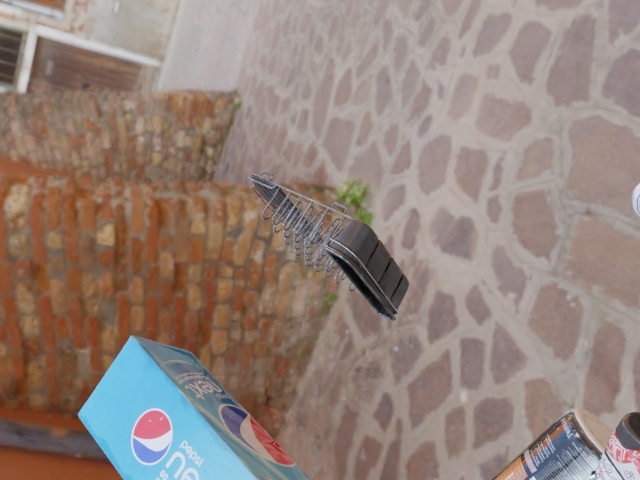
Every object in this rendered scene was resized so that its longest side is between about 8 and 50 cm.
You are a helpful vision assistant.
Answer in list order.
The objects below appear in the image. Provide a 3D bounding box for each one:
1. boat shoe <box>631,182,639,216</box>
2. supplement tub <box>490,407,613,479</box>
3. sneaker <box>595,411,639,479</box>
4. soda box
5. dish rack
[{"bbox_3d":[0.763,-0.111,1.421,0.335,0.121,0.119,-27,20,5],"label":"boat shoe"},{"bbox_3d":[0.458,0.498,1.493,0.316,0.193,0.193,-49,30,18],"label":"supplement tub"},{"bbox_3d":[0.509,0.389,1.082,0.270,0.090,0.145,53,142,42],"label":"sneaker"},{"bbox_3d":[-0.066,0.153,0.485,0.210,0.067,0.071,37,95,35],"label":"soda box"},{"bbox_3d":[0.000,0.000,1.137,0.271,0.208,0.074,27,74,37],"label":"dish rack"}]
